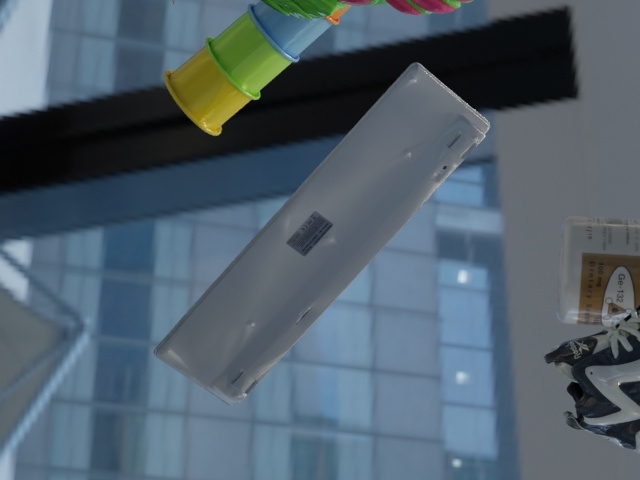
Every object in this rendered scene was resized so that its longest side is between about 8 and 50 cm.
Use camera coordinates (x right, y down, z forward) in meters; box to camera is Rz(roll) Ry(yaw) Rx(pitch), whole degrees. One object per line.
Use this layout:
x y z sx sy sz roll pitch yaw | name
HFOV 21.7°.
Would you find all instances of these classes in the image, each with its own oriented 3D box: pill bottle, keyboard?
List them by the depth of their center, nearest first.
0.000 0.000 1.076 0.256 0.072 0.014 -48 -158 11 | keyboard
0.400 0.041 1.989 0.131 0.229 0.131 3 90 -84 | pill bottle

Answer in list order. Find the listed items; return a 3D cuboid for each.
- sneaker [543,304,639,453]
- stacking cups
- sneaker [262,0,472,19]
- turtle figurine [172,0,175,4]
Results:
0.314 0.102 1.730 0.094 0.153 0.235 -89 -172 -72 | sneaker
-0.026 -0.247 1.865 0.316 0.096 0.096 -37 -148 13 | stacking cups
0.026 -0.310 1.439 0.202 0.185 0.483 -51 -143 -15 | sneaker
-0.224 -0.354 1.735 0.234 0.175 0.118 69 33 -46 | turtle figurine
